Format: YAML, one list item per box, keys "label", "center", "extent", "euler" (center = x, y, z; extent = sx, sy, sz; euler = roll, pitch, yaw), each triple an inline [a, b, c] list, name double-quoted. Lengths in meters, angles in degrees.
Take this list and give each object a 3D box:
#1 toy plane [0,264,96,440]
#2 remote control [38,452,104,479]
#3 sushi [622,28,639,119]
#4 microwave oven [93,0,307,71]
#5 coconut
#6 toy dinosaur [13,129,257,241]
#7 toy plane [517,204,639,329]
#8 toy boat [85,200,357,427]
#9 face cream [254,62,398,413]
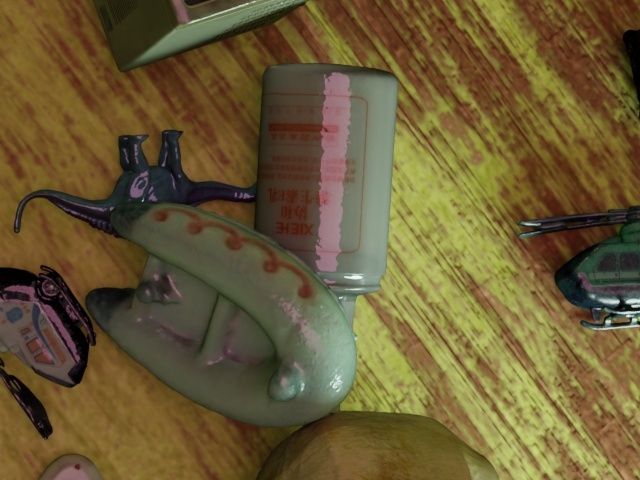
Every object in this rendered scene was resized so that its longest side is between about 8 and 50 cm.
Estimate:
- label: "toy plane"
  center: [-0.222, 0.041, 1.148]
  extent: [0.078, 0.053, 0.197]
  euler: [-35, 100, -4]
- label: "remote control"
  center: [-0.200, 0.211, 1.154]
  extent: [0.122, 0.032, 0.074]
  euler: [-39, 96, -13]
- label: "sushi"
  center: [0.289, -0.134, 1.269]
  extent: [0.094, 0.098, 0.084]
  euler: [-9, 86, 5]
- label: "microwave oven"
  center: [-0.102, -0.261, 1.122]
  extent: [0.145, 0.194, 0.241]
  euler: [-21, 93, -19]
- label: "coconut"
  center: [0.028, 0.208, 1.139]
  extent: [0.194, 0.194, 0.194]
  euler: [1, 87, -14]
- label: "toy dinosaur"
  center: [-0.128, -0.039, 1.176]
  extent: [0.197, 0.045, 0.080]
  euler: [-9, 99, -21]
- label: "toy plane"
  center: [0.273, 0.015, 1.271]
  extent: [0.235, 0.060, 0.096]
  euler: [-4, 75, -10]
- label: "toy boat"
  center: [-0.072, 0.058, 1.122]
  extent: [0.207, 0.079, 0.134]
  euler: [29, 116, 12]
- label: "face cream"
  center: [0.000, 0.000, 1.177]
  extent: [0.101, 0.101, 0.252]
  euler: [4, 91, -14]
